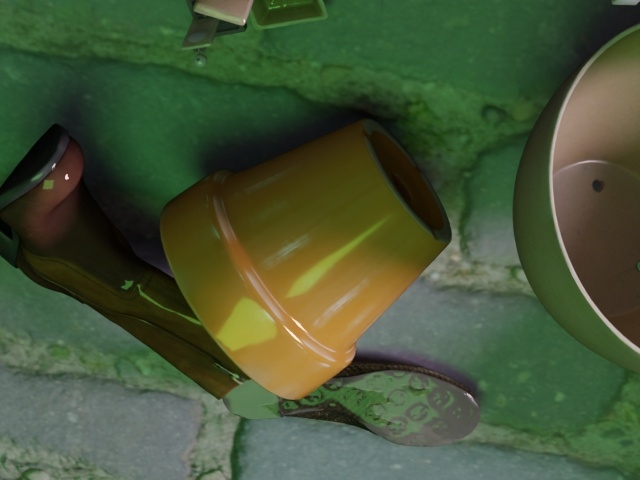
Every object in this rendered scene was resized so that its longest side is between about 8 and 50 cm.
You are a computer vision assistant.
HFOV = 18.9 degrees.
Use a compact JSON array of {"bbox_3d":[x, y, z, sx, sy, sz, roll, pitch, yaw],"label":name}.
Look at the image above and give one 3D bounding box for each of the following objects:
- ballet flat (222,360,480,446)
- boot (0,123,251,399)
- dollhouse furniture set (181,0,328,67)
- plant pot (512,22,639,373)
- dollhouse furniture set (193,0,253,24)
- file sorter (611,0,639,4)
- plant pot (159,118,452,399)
[{"bbox_3d":[0.028,0.146,1.840,0.250,0.058,0.084,5,110,1],"label":"ballet flat"},{"bbox_3d":[-0.160,0.036,1.672,0.280,0.096,0.264,37,152,-4],"label":"boot"},{"bbox_3d":[-0.061,-0.187,1.543,0.114,0.081,0.091,-7,129,18],"label":"dollhouse furniture set"},{"bbox_3d":[0.264,-0.016,1.525,0.284,0.284,0.191,29,160,-13],"label":"plant pot"},{"bbox_3d":[-0.128,-0.294,1.371,0.259,0.135,0.262,17,134,-1],"label":"dollhouse furniture set"},{"bbox_3d":[0.289,-0.258,1.243,0.173,0.277,0.193,4,91,3],"label":"file sorter"},{"bbox_3d":[0.000,0.000,1.632,0.188,0.205,0.205,-35,117,18],"label":"plant pot"}]
